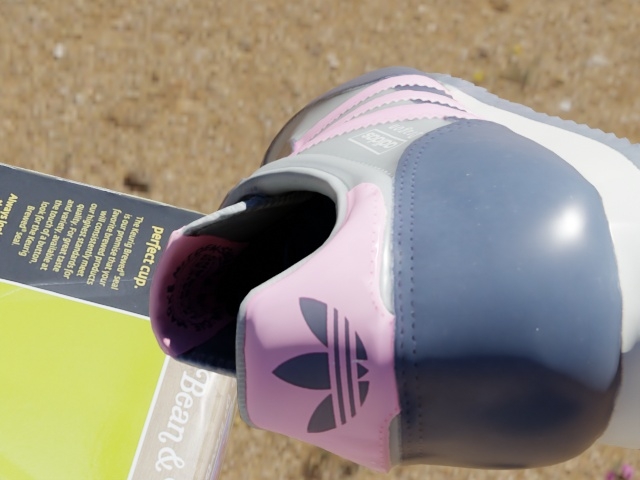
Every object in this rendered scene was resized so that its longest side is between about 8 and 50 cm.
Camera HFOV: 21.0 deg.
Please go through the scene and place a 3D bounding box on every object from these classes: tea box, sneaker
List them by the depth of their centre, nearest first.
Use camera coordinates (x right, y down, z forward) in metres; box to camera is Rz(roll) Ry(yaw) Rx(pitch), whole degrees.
[{"bbox_3d":[0.000,0.000,0.572,0.131,0.112,0.319,-5,6,-15],"label":"sneaker"},{"bbox_3d":[-0.228,0.138,1.100,0.323,0.220,0.329,14,48,1],"label":"tea box"}]
